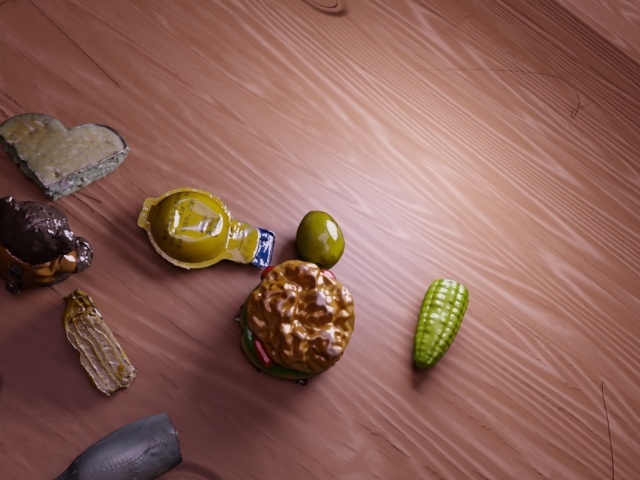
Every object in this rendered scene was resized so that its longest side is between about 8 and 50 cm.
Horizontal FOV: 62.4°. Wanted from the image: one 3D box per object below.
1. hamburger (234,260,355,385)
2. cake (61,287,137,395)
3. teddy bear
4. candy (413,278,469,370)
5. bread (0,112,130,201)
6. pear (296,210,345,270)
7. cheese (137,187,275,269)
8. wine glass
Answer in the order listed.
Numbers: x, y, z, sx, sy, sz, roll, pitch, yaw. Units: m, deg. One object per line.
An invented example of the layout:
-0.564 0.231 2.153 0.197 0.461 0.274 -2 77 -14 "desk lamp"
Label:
-0.038 0.140 0.990 0.236 0.149 0.237 9 62 -17 "hamburger"
-0.391 0.169 0.896 0.079 0.116 0.185 -39 115 -28 "cake"
-0.465 0.004 0.858 0.177 0.190 0.140 32 51 -11 "teddy bear"
0.248 0.180 1.123 0.096 0.097 0.210 31 63 -6 "candy"
-0.486 -0.154 1.002 0.231 0.064 0.173 5 63 -18 "bread"
0.000 0.000 1.101 0.107 0.107 0.132 9 50 -18 "pear"
-0.218 -0.016 1.040 0.270 0.069 0.177 17 60 -17 "cheese"
-0.330 0.426 0.753 0.309 0.096 0.265 -15 70 -29 "wine glass"
